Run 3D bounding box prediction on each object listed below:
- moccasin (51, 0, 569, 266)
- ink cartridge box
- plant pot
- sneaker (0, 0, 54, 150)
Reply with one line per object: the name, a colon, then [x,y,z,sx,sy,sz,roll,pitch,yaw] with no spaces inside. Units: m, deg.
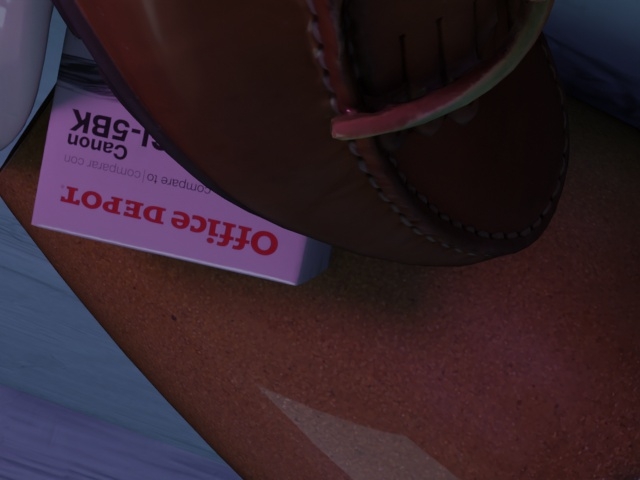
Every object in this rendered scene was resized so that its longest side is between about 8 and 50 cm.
moccasin: [0.009,-0.116,0.355,0.147,0.139,0.380,0,143,20]
ink cartridge box: [-0.035,-0.060,0.569,0.099,0.135,0.056,12,-172,8]
plant pot: [0.000,0.000,0.696,0.254,0.237,0.237,33,162,-11]
sneaker: [-0.187,-0.105,0.631,0.148,0.131,0.350,17,167,-20]
